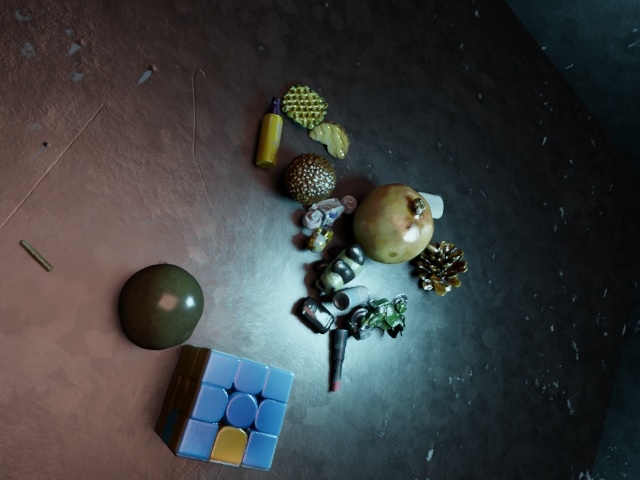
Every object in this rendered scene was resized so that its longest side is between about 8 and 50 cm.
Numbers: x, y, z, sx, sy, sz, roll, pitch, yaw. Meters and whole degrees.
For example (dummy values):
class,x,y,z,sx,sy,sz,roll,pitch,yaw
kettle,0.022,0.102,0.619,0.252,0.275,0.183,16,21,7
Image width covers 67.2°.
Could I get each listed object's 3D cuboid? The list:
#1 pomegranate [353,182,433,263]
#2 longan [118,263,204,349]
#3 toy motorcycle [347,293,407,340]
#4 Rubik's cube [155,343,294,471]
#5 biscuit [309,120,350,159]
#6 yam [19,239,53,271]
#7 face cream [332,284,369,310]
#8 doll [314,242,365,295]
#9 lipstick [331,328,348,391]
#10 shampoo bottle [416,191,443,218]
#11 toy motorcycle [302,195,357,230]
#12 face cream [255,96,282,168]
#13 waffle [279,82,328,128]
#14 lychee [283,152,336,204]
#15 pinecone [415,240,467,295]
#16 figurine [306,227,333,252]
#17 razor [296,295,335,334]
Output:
class,x,y,z,sx,sy,sz,roll,pitch,yaw
pomegranate,0.300,-0.070,1.903,0.338,0.338,0.337,5,79,-30
longan,-0.475,0.197,1.448,0.258,0.258,0.257,5,79,-30
toy motorcycle,0.231,0.320,1.907,0.275,0.125,0.187,-15,116,-22
Rubik's cube,-0.295,0.500,1.473,0.291,0.291,0.291,23,71,-26
biscuit,0.052,-0.419,1.959,0.183,0.118,0.061,40,22,-15
yam,-0.824,0.044,1.396,0.021,0.021,0.116,-47,107,-28
face cream,0.128,0.216,1.854,0.229,0.075,0.075,-8,85,-63
doll,0.076,0.108,1.848,0.234,0.144,0.135,-40,108,-30
lipstick,0.066,0.457,1.837,0.054,0.053,0.234,13,78,-28
shampoo bottle,0.456,-0.164,2.166,0.221,0.051,0.108,9,80,-30
toy motorcycle,0.031,-0.120,1.893,0.254,0.112,0.112,-26,95,-30
face cream,-0.187,-0.411,1.814,0.078,0.078,0.273,15,75,-28
waffle,-0.065,-0.536,1.915,0.184,0.036,0.169,36,65,-7
lychee,-0.034,-0.225,1.813,0.238,0.200,0.200,42,60,-50
pinecone,0.520,0.109,2.079,0.229,0.201,0.202,43,46,10
figurine,0.000,0.004,1.855,0.143,0.068,0.101,7,107,-65
razor,-0.016,0.279,1.813,0.148,0.054,0.090,44,60,-18
